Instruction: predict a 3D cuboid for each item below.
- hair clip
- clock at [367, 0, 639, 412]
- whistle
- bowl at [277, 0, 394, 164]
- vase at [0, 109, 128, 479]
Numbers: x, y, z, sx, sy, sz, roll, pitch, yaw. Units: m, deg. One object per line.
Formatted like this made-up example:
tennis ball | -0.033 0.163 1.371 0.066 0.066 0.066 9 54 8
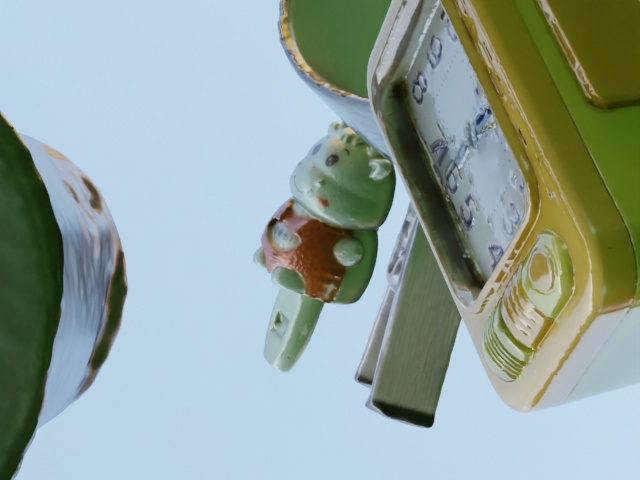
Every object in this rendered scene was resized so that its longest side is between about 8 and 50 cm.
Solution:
hair clip | 0.114 0.002 1.575 0.085 0.101 0.331 18 -81 1
clock | 0.101 -0.038 0.773 0.096 0.143 0.202 -12 -118 -18
whistle | 0.001 0.000 1.517 0.106 0.102 0.253 19 -72 -4
bowl | 0.167 -0.149 1.093 0.185 0.354 0.354 54 -129 -37
vase | -0.208 0.033 0.816 0.245 0.291 0.245 0 -91 5
